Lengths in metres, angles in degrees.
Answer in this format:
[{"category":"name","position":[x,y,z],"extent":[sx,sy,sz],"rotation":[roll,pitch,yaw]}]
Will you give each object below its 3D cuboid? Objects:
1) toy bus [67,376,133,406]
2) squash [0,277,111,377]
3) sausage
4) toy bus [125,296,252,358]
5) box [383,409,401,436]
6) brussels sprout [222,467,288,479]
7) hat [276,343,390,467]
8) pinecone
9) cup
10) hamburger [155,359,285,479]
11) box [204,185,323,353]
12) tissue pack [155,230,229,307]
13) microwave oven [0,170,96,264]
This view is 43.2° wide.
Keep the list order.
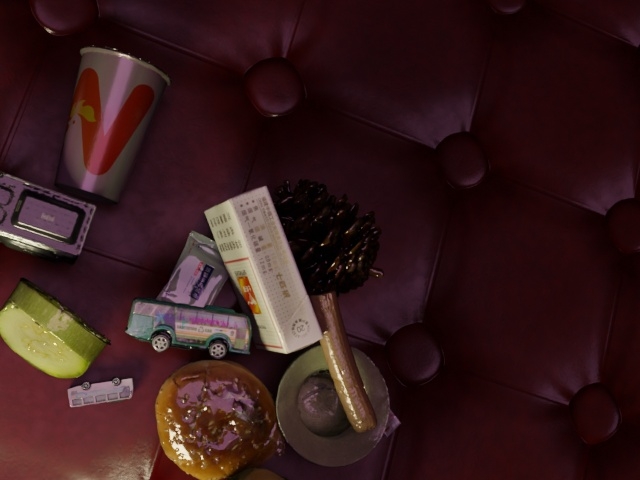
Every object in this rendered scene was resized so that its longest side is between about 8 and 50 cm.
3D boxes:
[{"category":"toy bus","position":[-0.448,0.309,1.652],"extent":[0.131,0.037,0.052],"rotation":[-6,84,-17]},{"category":"squash","position":[-0.522,0.174,1.559],"extent":[0.220,0.220,0.133],"rotation":[40,69,-7]},{"category":"sausage","position":[0.046,0.249,1.659],"extent":[0.066,0.066,0.301],"rotation":[-17,89,-19]},{"category":"toy bus","position":[-0.272,0.184,1.688],"extent":[0.262,0.091,0.109],"rotation":[10,86,-12]},{"category":"box","position":[0.124,0.383,1.816],"extent":[0.051,0.036,0.117],"rotation":[-38,94,-20]},{"category":"brussels sprout","position":[-0.118,0.577,1.579],"extent":[0.227,0.294,0.259],"rotation":[-20,48,-39]},{"category":"hat","position":[0.009,0.348,1.735],"extent":[0.257,0.130,0.257],"rotation":[3,82,-20]},{"category":"pinecone","position":[0.000,0.000,1.757],"extent":[0.309,0.244,0.244],"rotation":[43,71,10]},{"category":"cup","position":[-0.445,-0.232,1.680],"extent":[0.203,0.203,0.288],"rotation":[17,83,-14]},{"category":"hamburger","position":[-0.208,0.373,1.665],"extent":[0.286,0.146,0.243],"rotation":[33,80,-11]},{"category":"box","position":[-0.123,0.066,1.687],"extent":[0.095,0.210,0.330],"rotation":[-21,93,-21]},{"category":"tissue pack","position":[-0.268,0.087,1.751],"extent":[0.123,0.026,0.193],"rotation":[28,75,-12]},{"category":"microwave oven","position":[-0.570,-0.036,1.611],"extent":[0.205,0.163,0.129],"rotation":[20,77,-16]}]
